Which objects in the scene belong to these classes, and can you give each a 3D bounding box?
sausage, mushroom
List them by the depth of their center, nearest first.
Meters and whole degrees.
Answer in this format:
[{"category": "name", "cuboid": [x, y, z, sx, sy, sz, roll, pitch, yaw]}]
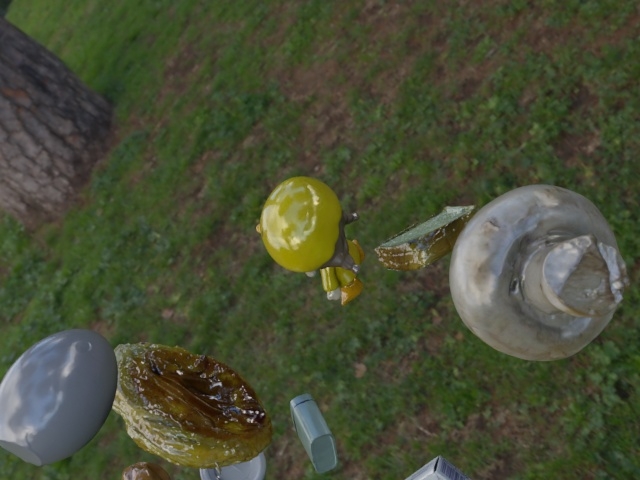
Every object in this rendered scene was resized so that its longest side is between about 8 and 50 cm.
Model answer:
[{"category": "mushroom", "cuboid": [0.365, 0.064, 1.338, 0.297, 0.298, 0.290, -52, 16, 2]}, {"category": "sausage", "cuboid": [-0.369, 0.612, 1.873, 0.120, 0.241, 0.136, -24, 0, -12]}]

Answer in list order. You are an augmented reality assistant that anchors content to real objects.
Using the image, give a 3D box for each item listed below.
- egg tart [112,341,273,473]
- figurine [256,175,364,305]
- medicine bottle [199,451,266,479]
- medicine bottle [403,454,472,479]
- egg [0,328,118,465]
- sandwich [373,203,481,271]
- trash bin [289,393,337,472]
[{"category": "egg tart", "cuboid": [-0.268, 0.357, 1.676, 0.339, 0.352, 0.153, 49, 120, 46]}, {"category": "figurine", "cuboid": [0.000, 0.000, 1.826, 0.187, 0.344, 0.215, -23, 56, 17]}, {"category": "medicine bottle", "cuboid": [-0.211, 0.582, 2.052, 0.288, 0.157, 0.156, 96, -168, -64]}, {"category": "medicine bottle", "cuboid": [0.201, 0.476, 1.447, 0.201, 0.171, 0.052, -46, 7, 34]}, {"category": "egg", "cuboid": [-0.425, 0.247, 1.357, 0.176, 0.176, 0.231, -22, 32, 41]}, {"category": "sandwich", "cuboid": [0.293, -0.007, 2.138, 0.251, 0.087, 0.226, -30, 7, -22]}, {"category": "trash bin", "cuboid": [-0.015, 0.414, 1.789, 0.059, 0.116, 0.130, -19, 37, -12]}]
